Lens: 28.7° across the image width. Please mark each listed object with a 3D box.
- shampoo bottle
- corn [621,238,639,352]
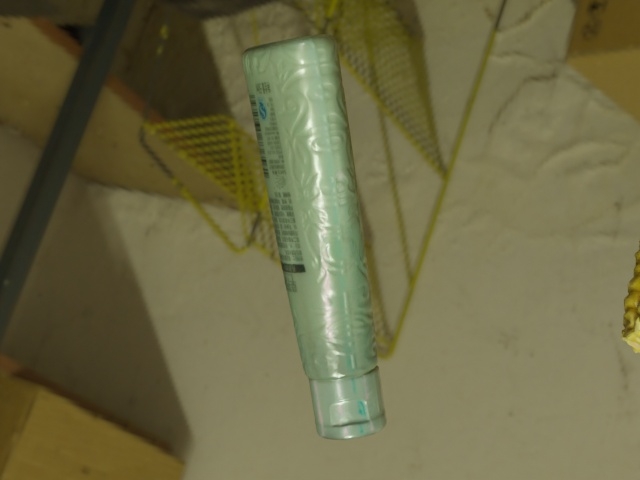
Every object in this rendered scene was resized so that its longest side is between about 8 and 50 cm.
[{"bbox_3d":[0.000,0.000,0.594,0.041,0.191,0.069,-13,-171,-24],"label":"shampoo bottle"},{"bbox_3d":[0.252,-0.043,0.660,0.123,0.305,0.122,6,153,44],"label":"corn"}]
